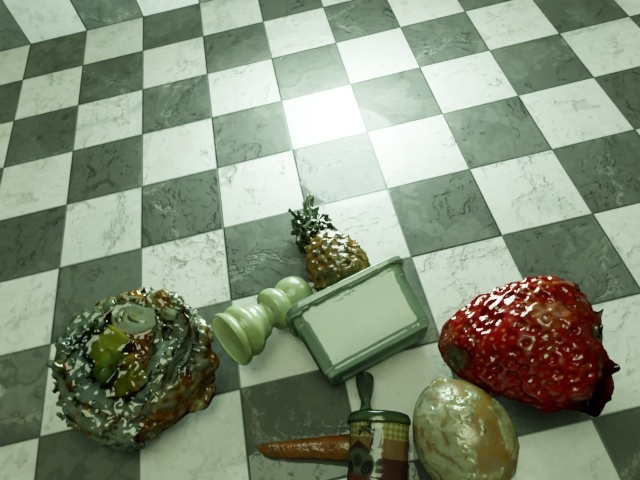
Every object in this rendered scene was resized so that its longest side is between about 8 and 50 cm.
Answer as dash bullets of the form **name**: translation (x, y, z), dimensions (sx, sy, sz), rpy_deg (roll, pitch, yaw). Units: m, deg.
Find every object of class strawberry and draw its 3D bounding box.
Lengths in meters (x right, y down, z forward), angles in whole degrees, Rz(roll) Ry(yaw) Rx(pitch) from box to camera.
- **strawberry**: translation (0.433, 0.205, 1.142), dimensions (0.309, 0.292, 0.292), rpy_deg (17, 58, 0)

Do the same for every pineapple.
- **pineapple**: translation (0.000, 0.000, 1.440), dimensions (0.169, 0.169, 0.340), rpy_deg (-25, 53, -8)

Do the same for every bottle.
- **bottle**: translation (0.119, 0.479, 1.073), dimensions (0.143, 0.156, 0.271), rpy_deg (2, 67, 4)

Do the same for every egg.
- **egg**: translation (0.286, 0.389, 1.091), dimensions (0.203, 0.203, 0.245), rpy_deg (-21, 43, -5)

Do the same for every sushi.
- **sushi**: translation (-0.448, 0.291, 1.297), dimensions (0.417, 0.176, 0.418), rpy_deg (-5, 55, 7)

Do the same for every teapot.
- **teapot**: translation (0.100, 0.348, 1.221), dimensions (0.042, 0.043, 0.111), rpy_deg (-5, 31, 7)

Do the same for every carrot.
- **carrot**: translation (-0.035, 0.457, 1.190), dimensions (0.224, 0.057, 0.057), rpy_deg (-6, 54, 9)

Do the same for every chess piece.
- **chess piece**: translation (-0.127, 0.177, 1.341), dimensions (0.251, 0.144, 0.144), rpy_deg (-34, 55, -32)

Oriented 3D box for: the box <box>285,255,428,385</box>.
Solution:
- **box**: translation (0.096, 0.197, 1.283), dimensions (0.311, 0.175, 0.182), rpy_deg (-25, 63, -9)
